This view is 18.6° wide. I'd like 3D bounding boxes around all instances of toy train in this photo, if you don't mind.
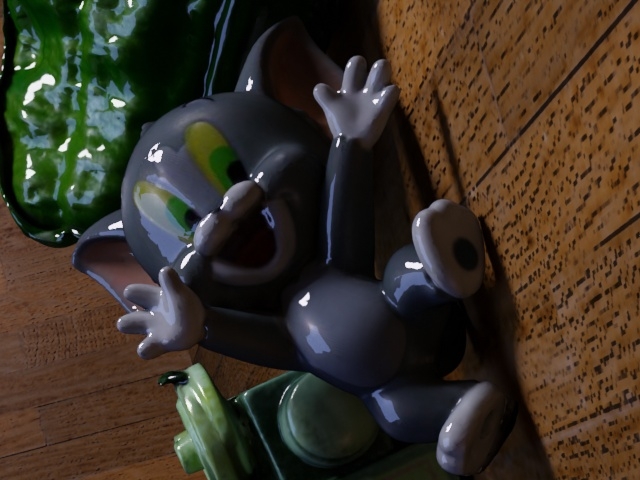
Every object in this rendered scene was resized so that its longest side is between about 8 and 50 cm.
[{"bbox_3d":[-0.001,0.142,1.215,0.272,0.159,0.188,134,112,-80],"label":"toy train"}]

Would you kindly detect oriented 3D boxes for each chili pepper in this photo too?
[{"bbox_3d":[-0.079,-0.172,1.159,0.167,0.213,0.385,-14,-65,-57],"label":"chili pepper"}]

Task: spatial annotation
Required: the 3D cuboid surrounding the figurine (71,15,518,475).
[{"bbox_3d":[0.004,0.002,1.008,0.265,0.193,0.140,33,-174,13],"label":"figurine"}]
